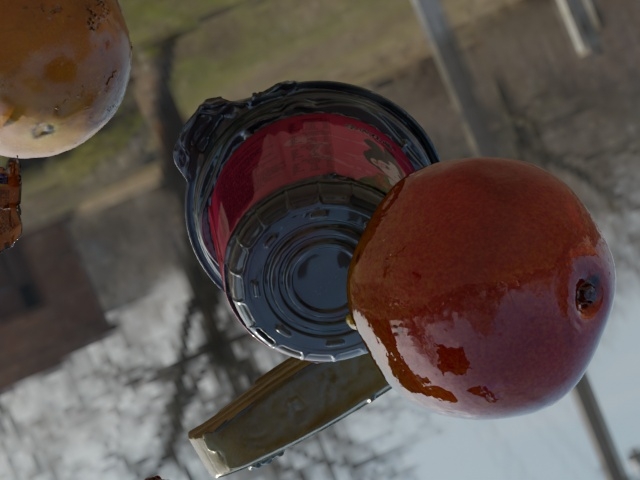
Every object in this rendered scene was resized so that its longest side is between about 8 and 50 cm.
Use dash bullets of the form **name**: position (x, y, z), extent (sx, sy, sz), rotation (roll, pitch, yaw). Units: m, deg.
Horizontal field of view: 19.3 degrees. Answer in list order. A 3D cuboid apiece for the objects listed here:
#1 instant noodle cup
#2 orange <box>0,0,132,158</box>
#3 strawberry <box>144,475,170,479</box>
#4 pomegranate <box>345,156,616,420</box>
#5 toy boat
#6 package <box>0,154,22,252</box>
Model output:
- **instant noodle cup**: position (0.000, 0.000, 1.764), extent (0.181, 0.302, 0.258), rotation (-97, -149, -65)
- **orange**: position (-0.327, -0.207, 2.089), extent (0.240, 0.240, 0.240), rotation (-22, -177, 1)
- **strawberry**: position (-0.078, 0.293, 1.653), extent (0.087, 0.208, 0.167), rotation (-25, -139, -16)
- **pomegranate**: position (0.119, 0.040, 1.557), extent (0.221, 0.221, 0.257), rotation (-25, -173, -38)
- **toy boat**: position (-0.005, 0.165, 2.130), extent (0.310, 0.089, 0.115), rotation (-33, -169, 4)
- **package**: position (-0.342, -0.038, 2.009), extent (0.077, 0.110, 0.033), rotation (-16, 147, 22)
